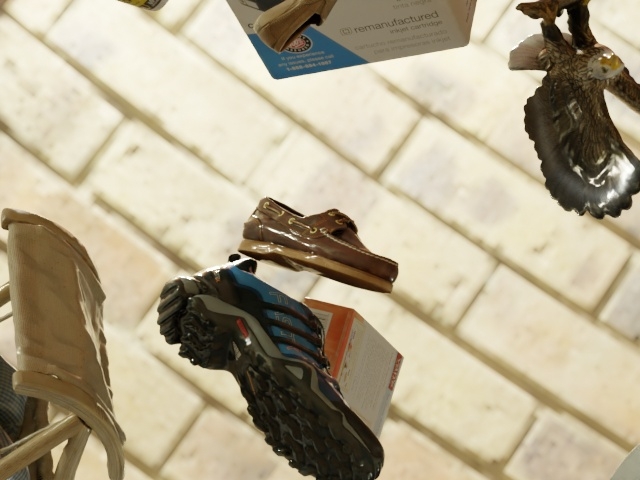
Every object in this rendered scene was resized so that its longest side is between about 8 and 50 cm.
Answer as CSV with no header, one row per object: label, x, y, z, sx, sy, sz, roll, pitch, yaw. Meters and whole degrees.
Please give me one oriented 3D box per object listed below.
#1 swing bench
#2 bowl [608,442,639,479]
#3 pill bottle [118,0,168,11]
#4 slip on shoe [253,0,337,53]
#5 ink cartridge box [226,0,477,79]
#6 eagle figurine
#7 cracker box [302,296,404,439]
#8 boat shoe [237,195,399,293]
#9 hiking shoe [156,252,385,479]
swing bench,-0.293,0.153,1.849,0.165,0.254,0.253,25,31,-29
bowl,0.312,0.336,1.718,0.134,0.298,0.298,25,-16,-2
pill bottle,-0.187,-0.248,1.660,0.116,0.065,0.065,15,-4,-30
slip on shoe,-0.007,-0.246,1.994,0.041,0.135,0.051,52,-21,13
ink cartridge box,-0.001,-0.405,2.335,0.285,0.166,0.395,-8,-41,24
eagle figurine,0.360,-0.187,2.372,0.298,0.226,0.225,62,26,0
cracker box,0.019,0.174,2.194,0.067,0.156,0.232,13,-13,22
boat shoe,0.000,0.000,1.880,0.207,0.073,0.073,17,-11,41
hiking shoe,-0.028,0.122,1.926,0.304,0.132,0.113,44,-40,20
